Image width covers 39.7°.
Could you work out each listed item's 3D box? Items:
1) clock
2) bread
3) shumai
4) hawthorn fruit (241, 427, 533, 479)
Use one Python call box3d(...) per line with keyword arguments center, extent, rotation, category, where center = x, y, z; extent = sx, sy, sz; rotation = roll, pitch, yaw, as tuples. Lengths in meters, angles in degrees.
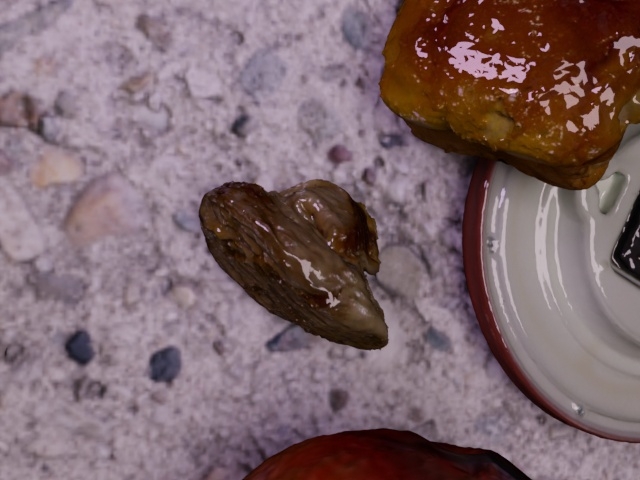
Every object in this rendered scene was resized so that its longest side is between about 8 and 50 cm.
box3d(center=(0.256, -0.002, 0.684), extent=(0.318, 0.080, 0.319), rotation=(-1, 93, -20), category="clock")
box3d(center=(0.183, -0.227, 0.595), extent=(0.109, 0.185, 0.381), rotation=(35, 77, -59), category="bread")
box3d(center=(-0.012, 0.002, 0.569), extent=(0.139, 0.123, 0.105), rotation=(18, 75, -6), category="shumai")
box3d(center=(0.037, 0.261, 0.508), extent=(0.295, 0.295, 0.311), rotation=(37, 77, -17), category="hawthorn fruit")
